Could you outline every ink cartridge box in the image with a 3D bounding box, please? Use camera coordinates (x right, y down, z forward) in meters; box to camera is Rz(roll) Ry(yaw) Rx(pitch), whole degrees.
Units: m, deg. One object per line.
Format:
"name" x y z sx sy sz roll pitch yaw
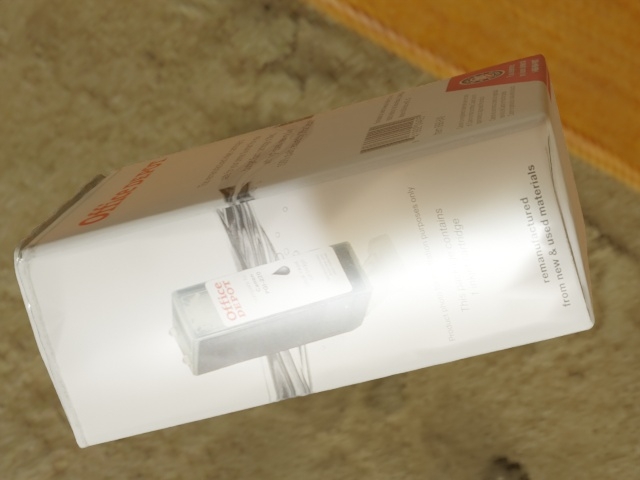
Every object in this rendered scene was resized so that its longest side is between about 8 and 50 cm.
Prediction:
"ink cartridge box" 0.000 0.000 0.708 0.218 0.158 0.092 -13 103 11
